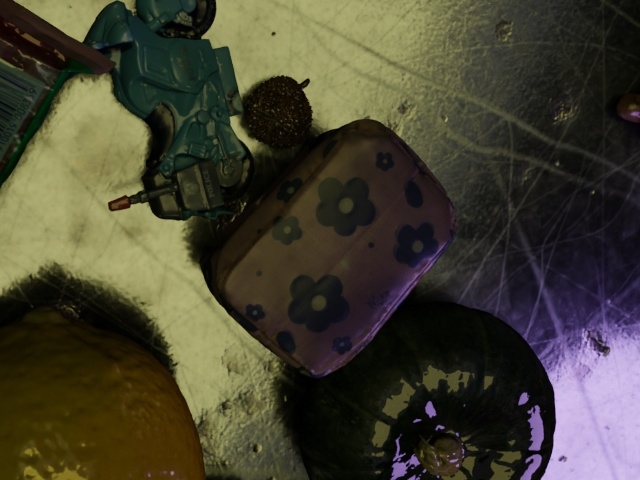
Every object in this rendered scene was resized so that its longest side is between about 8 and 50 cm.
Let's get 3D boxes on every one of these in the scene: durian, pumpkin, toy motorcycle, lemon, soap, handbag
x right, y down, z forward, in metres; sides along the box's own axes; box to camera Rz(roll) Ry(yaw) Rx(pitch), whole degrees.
[{"bbox_3d":[-0.041,-0.145,1.137,0.091,0.080,0.080,-44,104,2],"label":"durian"},{"bbox_3d":[0.127,0.215,1.156,0.300,0.207,0.300,-2,97,-13],"label":"pumpkin"},{"bbox_3d":[-0.172,-0.145,1.087,0.182,0.123,0.272,-18,101,-21],"label":"toy motorcycle"},{"bbox_3d":[-0.270,0.249,1.023,0.335,0.336,0.336,-2,98,-13],"label":"lemon"},{"bbox_3d":[-0.362,-0.114,0.986,0.217,0.098,0.273,30,112,-17],"label":"soap"},{"bbox_3d":[0.000,0.000,1.107,0.190,0.193,0.251,43,85,-20],"label":"handbag"}]

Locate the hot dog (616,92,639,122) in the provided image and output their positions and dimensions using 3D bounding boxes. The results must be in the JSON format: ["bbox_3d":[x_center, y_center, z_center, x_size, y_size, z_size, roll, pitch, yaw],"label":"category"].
[{"bbox_3d":[0.439,-0.160,1.259,0.140,0.060,0.090,-13,96,-18],"label":"hot dog"}]
